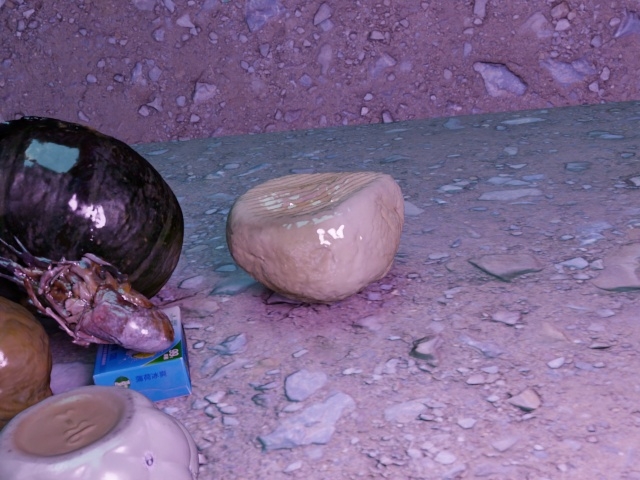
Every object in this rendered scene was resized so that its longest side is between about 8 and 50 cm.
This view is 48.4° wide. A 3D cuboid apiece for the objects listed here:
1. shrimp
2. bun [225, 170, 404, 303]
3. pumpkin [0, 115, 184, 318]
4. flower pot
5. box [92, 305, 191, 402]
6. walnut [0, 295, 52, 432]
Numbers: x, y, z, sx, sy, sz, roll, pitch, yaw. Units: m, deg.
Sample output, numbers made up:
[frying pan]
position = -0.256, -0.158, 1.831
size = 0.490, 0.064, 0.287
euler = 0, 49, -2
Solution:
[shrimp]
position = -0.382, 0.084, 1.102
size = 0.343, 0.116, 0.145
euler = 25, 12, 7
[bun]
position = 0.000, 0.000, 1.360
size = 0.349, 0.227, 0.352
euler = -18, 21, -24
[pumpkin]
position = -0.484, -0.022, 1.342
size = 0.455, 0.454, 0.343
euler = 2, 59, 24
[flower pot]
position = -0.249, 0.278, 0.775
size = 0.246, 0.195, 0.246
euler = -8, 21, 3
[box]
position = -0.293, 0.192, 1.180
size = 0.139, 0.073, 0.194
euler = -12, 21, -9
[walnut]
position = -0.525, 0.188, 1.063
size = 0.283, 0.227, 0.283
euler = 24, -1, 1
